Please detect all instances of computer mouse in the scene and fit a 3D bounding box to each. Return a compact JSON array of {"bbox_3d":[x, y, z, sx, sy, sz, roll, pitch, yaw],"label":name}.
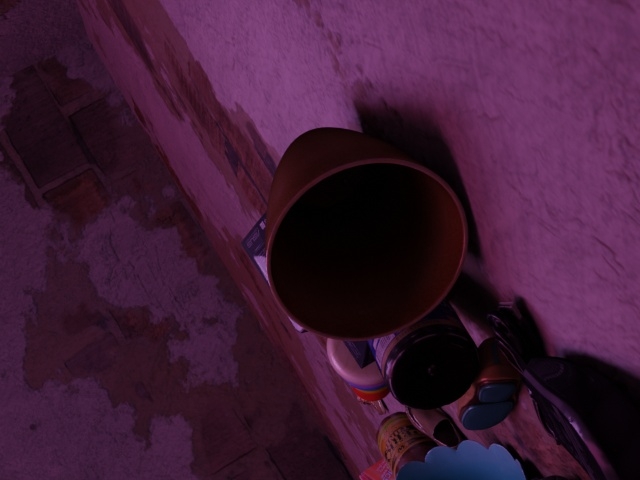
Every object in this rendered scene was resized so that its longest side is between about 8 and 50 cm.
[{"bbox_3d":[0.276,0.171,0.926,0.188,0.072,0.272,61,180,-15],"label":"computer mouse"}]

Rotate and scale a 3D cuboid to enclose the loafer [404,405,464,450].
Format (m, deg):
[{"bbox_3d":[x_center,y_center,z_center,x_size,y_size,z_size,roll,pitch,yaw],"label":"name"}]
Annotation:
[{"bbox_3d":[0.211,0.333,1.584,0.148,0.056,0.050,40,159,30],"label":"loafer"}]

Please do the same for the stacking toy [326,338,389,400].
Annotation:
[{"bbox_3d":[0.094,0.244,1.680,0.141,0.141,0.330,55,171,22],"label":"stacking toy"}]

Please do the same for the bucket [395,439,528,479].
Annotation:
[{"bbox_3d":[0.224,0.465,1.338,0.183,0.281,0.281,56,170,-24],"label":"bucket"}]

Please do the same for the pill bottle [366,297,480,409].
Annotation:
[{"bbox_3d":[0.117,0.111,1.155,0.219,0.123,0.122,-114,1,-59],"label":"pill bottle"}]

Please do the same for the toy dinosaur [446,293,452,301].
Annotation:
[{"bbox_3d":[0.167,0.089,1.266,0.082,0.047,0.090,59,138,49],"label":"toy dinosaur"}]

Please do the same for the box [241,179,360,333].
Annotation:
[{"bbox_3d":[0.000,0.000,1.314,0.232,0.059,0.183,-50,64,33],"label":"box"}]

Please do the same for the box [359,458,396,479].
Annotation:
[{"bbox_3d":[0.215,0.620,1.997,0.142,0.154,0.300,46,161,48],"label":"box"}]

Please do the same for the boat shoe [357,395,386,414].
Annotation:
[{"bbox_3d":[0.107,0.369,2.093,0.135,0.045,0.050,51,165,36],"label":"boat shoe"}]

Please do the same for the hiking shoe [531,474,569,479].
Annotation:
[{"bbox_3d":[0.357,0.414,1.163,0.227,0.086,0.114,63,-178,12],"label":"hiking shoe"}]

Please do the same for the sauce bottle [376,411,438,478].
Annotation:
[{"bbox_3d":[0.187,0.417,1.642,0.111,0.111,0.344,61,175,-8],"label":"sauce bottle"}]

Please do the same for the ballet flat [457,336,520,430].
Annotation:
[{"bbox_3d":[0.229,0.195,1.186,0.232,0.080,0.073,91,175,-63],"label":"ballet flat"}]

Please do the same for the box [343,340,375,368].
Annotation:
[{"bbox_3d":[0.076,0.100,1.442,0.153,0.108,0.207,56,167,18],"label":"box"}]

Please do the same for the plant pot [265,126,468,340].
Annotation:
[{"bbox_3d":[0.029,-0.040,1.098,0.254,0.237,0.237,-115,2,-60],"label":"plant pot"}]
